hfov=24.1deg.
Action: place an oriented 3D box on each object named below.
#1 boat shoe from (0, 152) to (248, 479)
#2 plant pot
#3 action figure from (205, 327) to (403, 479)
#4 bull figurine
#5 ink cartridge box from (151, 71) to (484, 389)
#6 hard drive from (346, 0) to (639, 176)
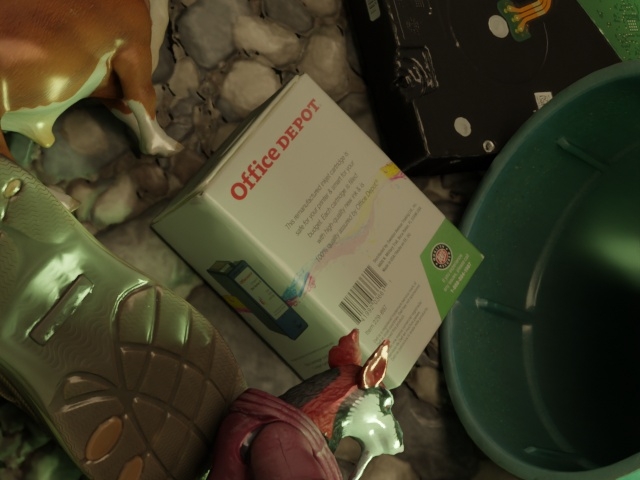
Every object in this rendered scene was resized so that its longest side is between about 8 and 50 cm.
[{"bbox_3d":[-0.170,0.054,1.000,0.132,0.130,0.355,-45,126,-14],"label":"boat shoe"},{"bbox_3d":[0.333,0.071,1.232,0.334,0.341,0.341,22,62,-35],"label":"plant pot"},{"bbox_3d":[-0.061,0.217,0.993,0.276,0.248,0.370,22,73,5],"label":"action figure"},{"bbox_3d":[-0.186,-0.127,1.079,0.310,0.101,0.188,-32,102,-32],"label":"bull figurine"},{"bbox_3d":[0.000,0.000,1.167,0.212,0.093,0.154,46,54,-12],"label":"ink cartridge box"},{"bbox_3d":[0.184,-0.185,1.369,0.339,0.064,0.237,-8,77,-34],"label":"hard drive"}]
